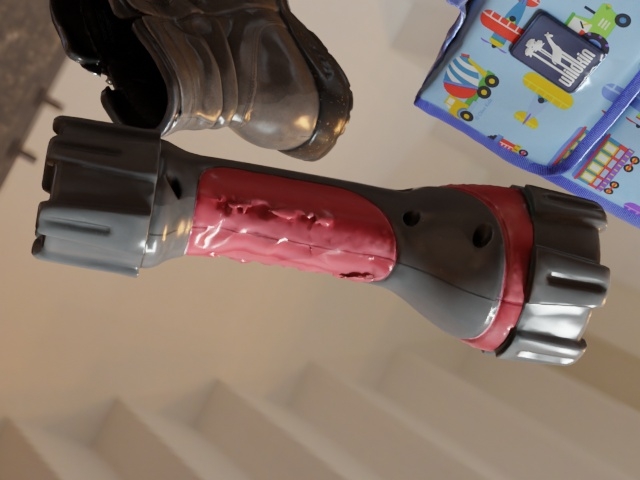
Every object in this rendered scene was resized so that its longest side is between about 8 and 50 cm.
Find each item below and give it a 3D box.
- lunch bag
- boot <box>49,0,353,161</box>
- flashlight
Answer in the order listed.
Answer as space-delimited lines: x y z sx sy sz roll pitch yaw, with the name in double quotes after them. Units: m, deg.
0.233 -0.154 1.103 0.293 0.221 0.138 22 -138 -13 "lunch bag"
-0.129 -0.205 1.128 0.222 0.118 0.338 6 -144 -46 "boot"
0.000 0.000 0.750 0.304 0.103 0.103 9 154 -12 "flashlight"
